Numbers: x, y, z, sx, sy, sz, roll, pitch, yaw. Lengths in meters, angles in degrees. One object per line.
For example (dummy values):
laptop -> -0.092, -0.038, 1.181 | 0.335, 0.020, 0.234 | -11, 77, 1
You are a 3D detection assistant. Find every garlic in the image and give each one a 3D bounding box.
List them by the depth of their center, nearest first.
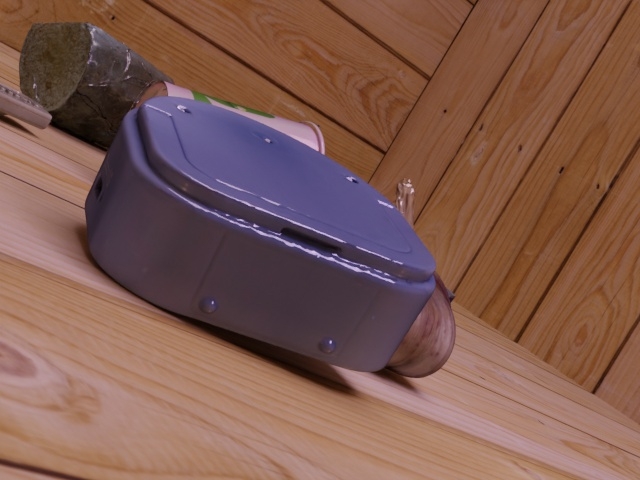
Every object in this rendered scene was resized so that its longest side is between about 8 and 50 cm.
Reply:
garlic -> 0.088, 0.039, 1.438 | 0.245, 0.253, 0.245 | 22, 3, -1

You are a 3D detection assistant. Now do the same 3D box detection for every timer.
timer -> -0.082, -0.015, 1.203 | 0.395, 0.173, 0.395 | 25, 18, -9

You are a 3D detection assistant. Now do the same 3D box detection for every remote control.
remote control -> -0.524, -0.230, 1.632 | 0.090, 0.049, 0.230 | 33, 5, 34

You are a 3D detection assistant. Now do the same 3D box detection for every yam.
yam -> -0.423, -0.284, 2.039 | 0.202, 0.201, 0.271 | 8, -7, 38

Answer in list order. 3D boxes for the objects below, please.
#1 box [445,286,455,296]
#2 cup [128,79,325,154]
box -> 0.138, 0.051, 2.224 | 0.299, 0.106, 0.200 | 46, 7, 11
cup -> -0.167, -0.113, 1.655 | 0.274, 0.253, 0.253 | 19, 9, -27
